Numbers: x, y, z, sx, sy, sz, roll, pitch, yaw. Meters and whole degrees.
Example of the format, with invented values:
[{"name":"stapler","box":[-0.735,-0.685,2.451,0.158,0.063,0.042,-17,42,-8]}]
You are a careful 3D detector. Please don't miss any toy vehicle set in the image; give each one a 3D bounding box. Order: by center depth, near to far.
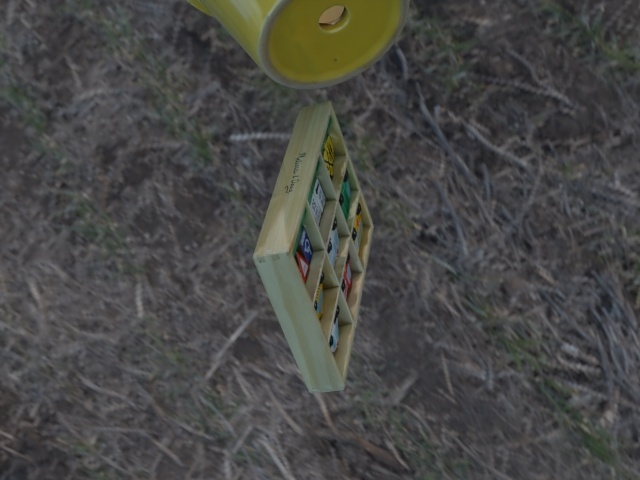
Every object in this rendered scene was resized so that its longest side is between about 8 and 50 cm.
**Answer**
[{"name":"toy vehicle set","box":[0.000,0.000,1.216,0.035,0.166,0.267,-10,34,17]}]

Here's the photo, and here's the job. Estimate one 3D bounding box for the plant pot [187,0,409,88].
[{"name":"plant pot","box":[-0.028,-0.294,1.247,0.254,0.254,0.239,-31,56,6]}]
